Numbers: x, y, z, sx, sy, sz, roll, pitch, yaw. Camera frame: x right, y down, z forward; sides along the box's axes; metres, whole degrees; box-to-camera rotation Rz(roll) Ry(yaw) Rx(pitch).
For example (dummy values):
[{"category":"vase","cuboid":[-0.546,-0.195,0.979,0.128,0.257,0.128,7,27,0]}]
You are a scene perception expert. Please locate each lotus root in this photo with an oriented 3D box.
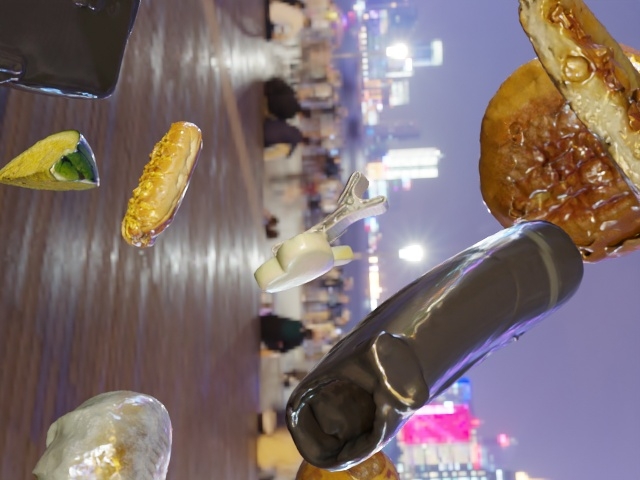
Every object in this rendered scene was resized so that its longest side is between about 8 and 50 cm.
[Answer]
[{"category":"lotus root","cuboid":[0.057,0.415,1.628,0.188,0.199,0.180,-87,-165,-50]}]

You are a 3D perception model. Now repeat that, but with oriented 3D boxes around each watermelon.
[{"category":"watermelon","cuboid":[-0.311,-0.078,1.187,0.092,0.181,0.075,-48,118,-30]}]

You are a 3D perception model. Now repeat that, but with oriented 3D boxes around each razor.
[{"category":"razor","cuboid":[0.114,0.094,0.990,0.113,0.349,0.204,55,-40,8]}]

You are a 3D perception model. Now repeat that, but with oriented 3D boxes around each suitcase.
[{"category":"suitcase","cuboid":[-0.395,-0.380,1.368,0.339,0.188,0.345,3,100,-55]}]

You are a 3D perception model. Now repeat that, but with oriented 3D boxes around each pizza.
[{"category":"pizza","cuboid":[0.328,-0.143,1.088,0.365,0.074,0.182,53,26,-16]}]

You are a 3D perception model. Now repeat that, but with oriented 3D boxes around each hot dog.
[{"category":"hot dog","cuboid":[-0.169,-0.059,1.051,0.071,0.045,0.165,-37,-153,41]}]

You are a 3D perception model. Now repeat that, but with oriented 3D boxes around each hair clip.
[{"category":"hair clip","cuboid":[0.002,0.002,1.416,0.071,0.218,0.159,51,-1,24]}]

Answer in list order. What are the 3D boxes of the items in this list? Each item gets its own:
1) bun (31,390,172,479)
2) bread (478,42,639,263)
[{"category":"bun","cuboid":[-0.384,0.429,1.708,0.362,0.211,0.361,-168,-90,-89]},{"category":"bread","cuboid":[0.436,-0.148,1.620,0.204,0.337,0.358,-55,148,-57]}]
